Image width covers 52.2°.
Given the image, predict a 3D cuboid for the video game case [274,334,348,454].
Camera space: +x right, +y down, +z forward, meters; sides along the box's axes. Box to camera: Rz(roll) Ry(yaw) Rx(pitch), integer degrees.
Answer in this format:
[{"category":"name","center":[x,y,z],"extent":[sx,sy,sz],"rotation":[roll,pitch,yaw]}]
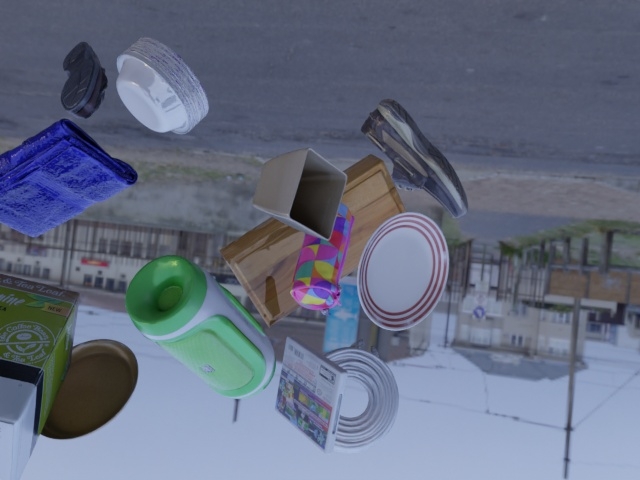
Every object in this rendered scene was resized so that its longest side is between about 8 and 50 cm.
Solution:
[{"category":"video game case","center":[-0.024,0.324,1.392],"extent":[0.023,0.184,0.201],"rotation":[1,-165,-38]}]

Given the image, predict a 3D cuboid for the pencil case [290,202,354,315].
[{"category":"pencil case","center":[0.010,0.031,1.322],"extent":[0.104,0.236,0.104],"rotation":[7,144,5]}]

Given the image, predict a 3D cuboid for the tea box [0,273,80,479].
[{"category":"tea box","center":[-0.647,0.230,1.160],"extent":[0.328,0.220,0.324],"rotation":[15,-146,-10]}]

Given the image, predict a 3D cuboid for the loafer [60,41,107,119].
[{"category":"loafer","center":[-0.519,-0.354,1.483],"extent":[0.095,0.109,0.303],"rotation":[43,-166,-41]}]

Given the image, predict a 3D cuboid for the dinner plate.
[{"category":"dinner plate","center":[0.096,0.036,0.769],"extent":[0.141,0.141,0.017],"rotation":[7,-175,-37]}]

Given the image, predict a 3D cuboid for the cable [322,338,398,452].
[{"category":"cable","center":[0.074,0.398,1.643],"extent":[0.257,0.257,0.089],"rotation":[-24,164,-13]}]

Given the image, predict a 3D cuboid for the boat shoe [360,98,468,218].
[{"category":"boat shoe","center":[0.240,-0.194,1.673],"extent":[0.130,0.355,0.132],"rotation":[-38,178,24]}]

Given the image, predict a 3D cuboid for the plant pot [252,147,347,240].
[{"category":"plant pot","center":[-0.038,-0.072,0.993],"extent":[0.096,0.109,0.109],"rotation":[9,167,38]}]

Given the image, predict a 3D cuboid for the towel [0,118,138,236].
[{"category":"towel","center":[-0.574,-0.113,1.381],"extent":[0.308,0.076,0.227],"rotation":[-25,145,17]}]

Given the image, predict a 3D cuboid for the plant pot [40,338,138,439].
[{"category":"plant pot","center":[-0.483,0.308,1.344],"extent":[0.236,0.236,0.032],"rotation":[6,137,19]}]

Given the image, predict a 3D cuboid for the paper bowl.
[{"category":"paper bowl","center":[-0.474,-0.429,1.896],"extent":[0.284,0.148,0.284],"rotation":[33,155,17]}]

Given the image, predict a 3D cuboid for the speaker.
[{"category":"speaker","center":[-0.170,0.142,0.998],"extent":[0.131,0.131,0.297],"rotation":[5,151,25]}]

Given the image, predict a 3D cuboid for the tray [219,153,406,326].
[{"category":"tray","center":[0.000,0.000,1.490],"extent":[0.410,0.203,0.076],"rotation":[-33,-151,-7]}]
